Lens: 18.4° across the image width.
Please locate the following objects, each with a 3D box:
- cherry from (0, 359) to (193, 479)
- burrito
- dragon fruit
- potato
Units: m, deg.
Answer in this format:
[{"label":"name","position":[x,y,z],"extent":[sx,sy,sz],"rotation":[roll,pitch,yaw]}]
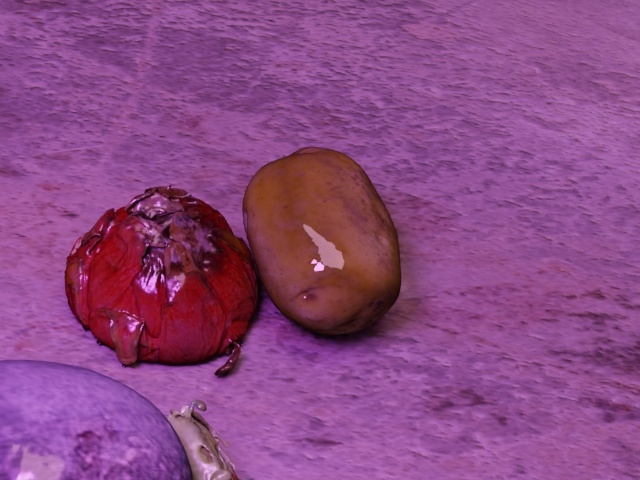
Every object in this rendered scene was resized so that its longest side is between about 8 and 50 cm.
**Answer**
[{"label":"cherry","position":[-0.263,0.234,1.880],"extent":[0.296,0.218,0.255],"rotation":[-2,38,-35]},{"label":"burrito","position":[-0.070,0.288,1.961],"extent":[0.054,0.104,0.288],"rotation":[-35,68,11]},{"label":"dragon fruit","position":[-0.168,0.016,2.169],"extent":[0.218,0.148,0.223],"rotation":[8,44,-6]},{"label":"potato","position":[0.002,0.001,2.223],"extent":[0.197,0.148,0.228],"rotation":[-9,59,-40]}]
